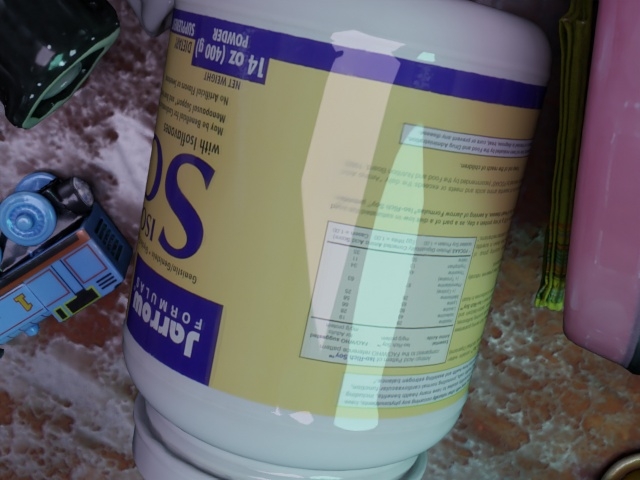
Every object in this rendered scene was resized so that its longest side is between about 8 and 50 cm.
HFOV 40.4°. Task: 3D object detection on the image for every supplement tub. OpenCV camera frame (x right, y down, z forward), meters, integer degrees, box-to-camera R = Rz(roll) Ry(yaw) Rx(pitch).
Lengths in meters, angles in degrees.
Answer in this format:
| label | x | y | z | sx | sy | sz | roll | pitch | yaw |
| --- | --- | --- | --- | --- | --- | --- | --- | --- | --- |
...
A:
| label | x | y | z | sx | sy | sz | roll | pitch | yaw |
| --- | --- | --- | --- | --- | --- | --- | --- | --- | --- |
| supplement tub | 0.000 | 0.000 | 0.581 | 0.241 | 0.241 | 0.331 | 11 | 103 | -4 |

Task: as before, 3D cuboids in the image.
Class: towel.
| label | x | y | z | sx | sy | sz | roll | pitch | yaw |
| --- | --- | --- | --- | --- | --- | --- | --- | --- | --- |
| towel | 0.165 | -0.068 | 0.593 | 0.021 | 0.102 | 0.237 | 4 | 133 | 14 |

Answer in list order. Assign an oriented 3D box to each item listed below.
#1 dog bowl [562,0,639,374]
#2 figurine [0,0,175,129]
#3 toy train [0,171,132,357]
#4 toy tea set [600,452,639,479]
| label | x | y | z | sx | sy | sz | roll | pitch | yaw |
| --- | --- | --- | --- | --- | --- | --- | --- | --- | --- |
| dog bowl | 0.233 | -0.099 | 0.501 | 0.150 | 0.408 | 0.408 | 7 | 105 | 16 |
| figurine | -0.189 | -0.213 | 0.563 | 0.209 | 0.215 | 0.092 | 47 | 141 | -8 |
| toy train | -0.239 | 0.026 | 0.667 | 0.184 | 0.080 | 0.105 | -32 | 109 | 6 |
| toy tea set | 0.408 | 0.241 | 0.712 | 0.336 | 0.124 | 0.200 | 26 | 102 | -7 |
